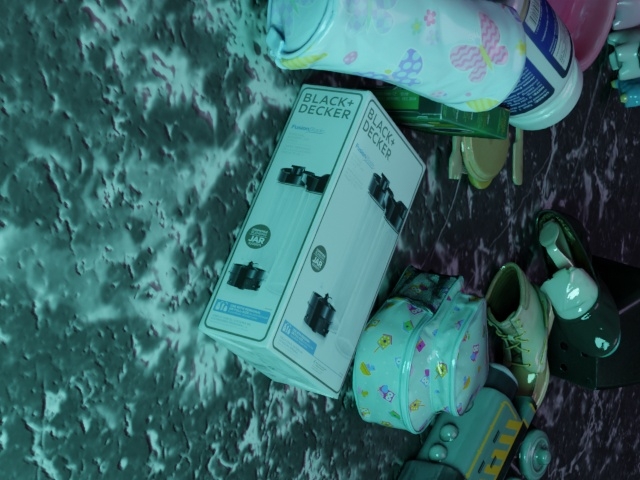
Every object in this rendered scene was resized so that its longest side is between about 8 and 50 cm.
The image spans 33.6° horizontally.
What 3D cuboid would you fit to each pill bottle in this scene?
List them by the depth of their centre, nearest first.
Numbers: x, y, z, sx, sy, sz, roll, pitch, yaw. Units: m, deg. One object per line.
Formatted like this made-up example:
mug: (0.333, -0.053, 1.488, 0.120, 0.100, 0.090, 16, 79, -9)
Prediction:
pill bottle: (0.227, -0.243, 1.325, 0.264, 0.153, 0.153, 30, 74, -53)

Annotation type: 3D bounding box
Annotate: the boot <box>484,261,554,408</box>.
boot: (0.298, 0.154, 1.622, 0.165, 0.077, 0.213, 35, 64, -55)

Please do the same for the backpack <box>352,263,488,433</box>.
backpack: (0.124, 0.144, 1.302, 0.188, 0.144, 0.166, -38, 135, -41)

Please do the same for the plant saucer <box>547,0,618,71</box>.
plant saucer: (0.346, -0.407, 1.529, 0.332, 0.084, 0.332, -22, 118, -51)

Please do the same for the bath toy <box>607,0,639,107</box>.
bath toy: (0.542, -0.400, 1.788, 0.151, 0.129, 0.348, -95, 168, -49)

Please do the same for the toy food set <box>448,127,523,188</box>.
toy food set: (0.218, -0.138, 1.465, 0.192, 0.038, 0.133, 1, 91, -51)

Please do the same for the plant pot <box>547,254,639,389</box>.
plant pot: (0.457, 0.149, 1.779, 0.167, 0.188, 0.188, -24, 119, -39)

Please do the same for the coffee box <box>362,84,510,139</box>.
coffee box: (0.140, -0.153, 1.267, 0.184, 0.113, 0.041, 4, 92, -55)

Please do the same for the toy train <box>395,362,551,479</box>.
toy train: (0.210, 0.331, 1.496, 0.334, 0.142, 0.190, -54, 130, -32)

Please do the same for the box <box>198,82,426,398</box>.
box: (0.000, 0.000, 1.121, 0.169, 0.087, 0.290, 46, 61, -52)

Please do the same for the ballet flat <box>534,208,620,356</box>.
ballet flat: (0.380, 0.057, 1.635, 0.096, 0.095, 0.280, 38, 28, -33)

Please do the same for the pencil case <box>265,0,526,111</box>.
pencil case: (0.079, -0.204, 1.053, 0.273, 0.113, 0.124, 7, 112, -36)
